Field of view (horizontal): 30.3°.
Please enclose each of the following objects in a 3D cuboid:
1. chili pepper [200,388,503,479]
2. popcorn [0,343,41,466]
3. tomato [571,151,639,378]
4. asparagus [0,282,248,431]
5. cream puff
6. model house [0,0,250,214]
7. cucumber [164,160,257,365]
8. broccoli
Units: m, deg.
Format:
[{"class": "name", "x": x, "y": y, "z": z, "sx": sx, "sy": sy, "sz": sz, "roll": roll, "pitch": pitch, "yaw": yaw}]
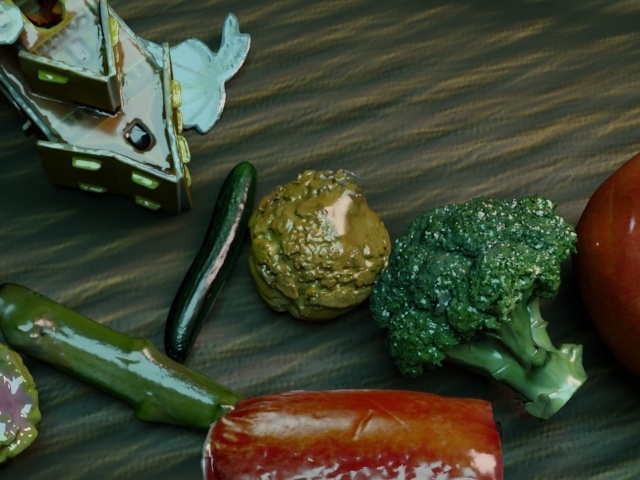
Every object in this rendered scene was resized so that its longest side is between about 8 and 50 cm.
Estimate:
[{"class": "chili pepper", "x": 0.041, "y": 0.288, "z": 1.263, "sx": 0.306, "sy": 0.229, "sz": 0.251, "roll": 2, "pitch": 103, "yaw": 11}, {"class": "popcorn", "x": -0.376, "y": 0.183, "z": 1.311, "sx": 0.126, "sy": 0.126, "sz": 0.145, "roll": -30, "pitch": 76, "yaw": -24}, {"class": "tomato", "x": 0.468, "y": 0.031, "z": 1.363, "sx": 0.342, "sy": 0.273, "sz": 0.341, "roll": -1, "pitch": 84, "yaw": 6}, {"class": "asparagus", "x": -0.222, "y": 0.148, "z": 1.357, "sx": 0.343, "sy": 0.085, "sz": 0.082, "roll": 25, "pitch": 24, "yaw": 0}, {"class": "cream puff", "x": 0.000, "y": 0.000, "z": 1.418, "sx": 0.189, "sy": 0.129, "sz": 0.189, "roll": 2, "pitch": 67, "yaw": -5}, {"class": "model house", "x": -0.221, "y": -0.216, "z": 1.421, "sx": 0.340, "sy": 0.300, "sz": 0.323, "roll": -40, "pitch": 84, "yaw": -13}, {"class": "cucumber", "x": -0.130, "y": 0.023, "z": 1.439, "sx": 0.056, "sy": 0.056, "sz": 0.284, "roll": 17, "pitch": 66, "yaw": 4}, {"class": "broccoli", "x": 0.191, "y": 0.078, "z": 1.327, "sx": 0.270, "sy": 0.270, "sz": 0.270, "roll": -35, "pitch": 83, "yaw": -18}]
